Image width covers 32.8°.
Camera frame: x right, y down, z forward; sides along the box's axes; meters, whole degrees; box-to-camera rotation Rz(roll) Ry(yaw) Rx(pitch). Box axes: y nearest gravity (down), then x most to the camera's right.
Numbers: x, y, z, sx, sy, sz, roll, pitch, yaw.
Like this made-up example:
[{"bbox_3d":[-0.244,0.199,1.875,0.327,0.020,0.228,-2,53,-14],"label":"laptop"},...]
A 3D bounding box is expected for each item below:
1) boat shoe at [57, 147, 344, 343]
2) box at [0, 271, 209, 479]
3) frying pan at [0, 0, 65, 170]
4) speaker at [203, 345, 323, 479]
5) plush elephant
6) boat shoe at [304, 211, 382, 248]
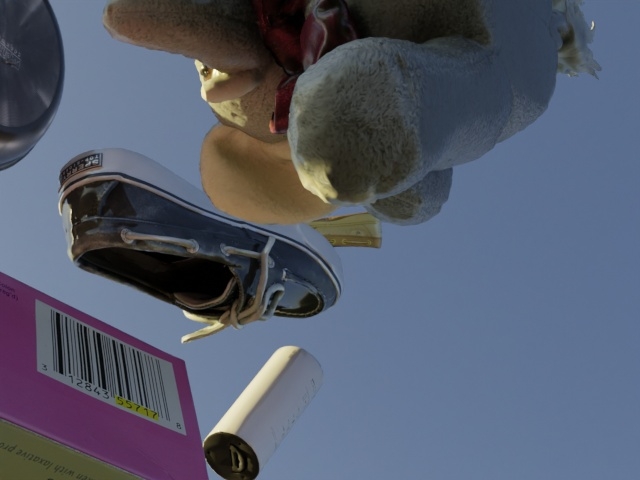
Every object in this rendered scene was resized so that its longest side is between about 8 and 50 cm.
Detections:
[{"bbox_3d":[-0.085,0.026,0.913,0.113,0.105,0.306,-29,-36,24],"label":"boat shoe"},{"bbox_3d":[-0.212,0.133,0.525,0.214,0.117,0.243,30,-72,-28],"label":"box"},{"bbox_3d":[-0.290,-0.109,0.826,0.053,0.326,0.197,-4,-50,27],"label":"frying pan"},{"bbox_3d":[-0.048,0.150,0.950,0.055,0.136,0.055,12,-58,20],"label":"speaker"},{"bbox_3d":[0.000,-0.134,0.665,0.255,0.330,0.271,-5,-96,30],"label":"plush elephant"},{"bbox_3d":[0.000,0.000,1.155,0.135,0.050,0.045,-10,-92,7],"label":"boat shoe"}]
